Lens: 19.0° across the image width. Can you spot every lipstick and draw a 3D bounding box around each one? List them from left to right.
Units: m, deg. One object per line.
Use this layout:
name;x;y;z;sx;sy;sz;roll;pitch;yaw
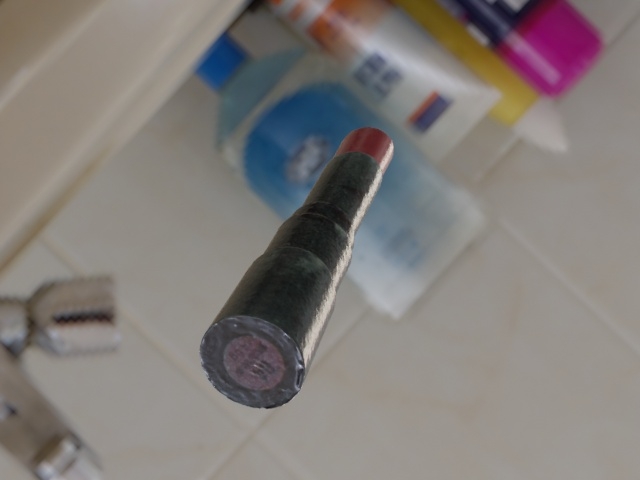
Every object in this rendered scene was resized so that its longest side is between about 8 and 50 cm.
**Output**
lipstick;0.000;0.000;1.011;0.053;0.053;0.234;-47;-172;35
